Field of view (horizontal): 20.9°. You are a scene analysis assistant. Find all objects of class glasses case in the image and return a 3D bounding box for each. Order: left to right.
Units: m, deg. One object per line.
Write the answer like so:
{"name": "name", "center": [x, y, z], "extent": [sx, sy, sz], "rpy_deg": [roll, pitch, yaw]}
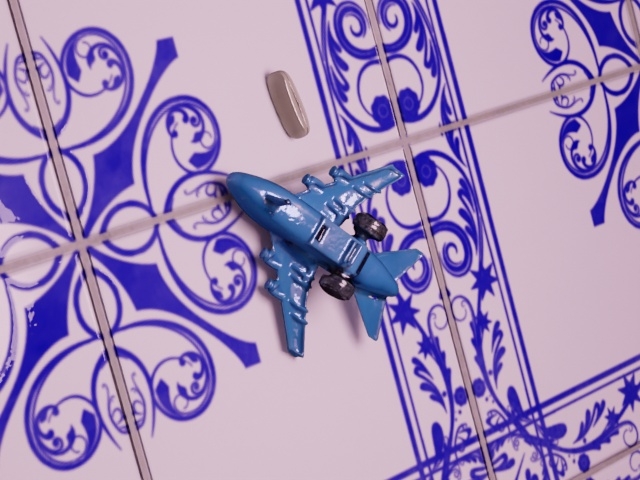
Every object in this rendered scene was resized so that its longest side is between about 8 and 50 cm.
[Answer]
{"name": "glasses case", "center": [-0.037, -0.158, 2.019], "extent": [0.021, 0.032, 0.083], "rpy_deg": [-32, 105, -42]}

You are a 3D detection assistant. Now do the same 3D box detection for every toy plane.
{"name": "toy plane", "center": [0.000, 0.000, 1.990], "extent": [0.271, 0.105, 0.254], "rpy_deg": [37, 76, -36]}
